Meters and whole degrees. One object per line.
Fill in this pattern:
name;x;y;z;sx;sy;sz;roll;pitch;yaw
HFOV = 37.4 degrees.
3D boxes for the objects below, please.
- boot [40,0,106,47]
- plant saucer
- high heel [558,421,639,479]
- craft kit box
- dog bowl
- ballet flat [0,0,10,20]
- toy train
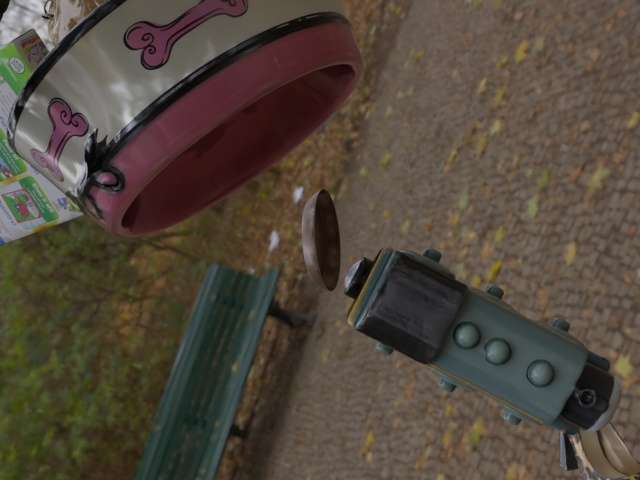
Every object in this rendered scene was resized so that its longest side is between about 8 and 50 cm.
boot;-0.313;-0.303;1.172;0.115;0.305;0.112;-42;-18;-5
plant saucer;0.000;0.000;1.532;0.168;0.029;0.168;-4;-90;-75
high heel;0.469;0.323;1.546;0.261;0.093;0.186;-159;62;-65
craft kit box;-0.420;-0.133;1.298;0.247;0.249;0.061;-14;26;33
dog bowl;-0.128;-0.156;1.053;0.408;0.150;0.408;-34;-5;-3
ballet flat;-0.307;-0.161;0.837;0.057;0.049;0.173;63;147;13
toy train;0.178;0.115;1.071;0.142;0.334;0.190;-62;-1;1
